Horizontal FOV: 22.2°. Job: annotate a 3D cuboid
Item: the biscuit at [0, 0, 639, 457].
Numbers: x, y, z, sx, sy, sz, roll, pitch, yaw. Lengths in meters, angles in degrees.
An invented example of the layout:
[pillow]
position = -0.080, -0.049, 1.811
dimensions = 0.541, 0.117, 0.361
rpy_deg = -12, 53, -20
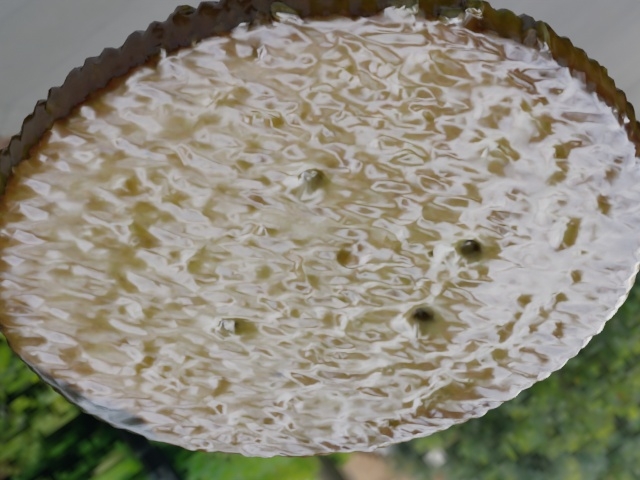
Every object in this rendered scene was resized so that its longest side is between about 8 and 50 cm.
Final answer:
[biscuit]
position = 0.000, 0.000, 0.729
dimensions = 0.305, 0.038, 0.305
rpy_deg = -4, 138, -4
